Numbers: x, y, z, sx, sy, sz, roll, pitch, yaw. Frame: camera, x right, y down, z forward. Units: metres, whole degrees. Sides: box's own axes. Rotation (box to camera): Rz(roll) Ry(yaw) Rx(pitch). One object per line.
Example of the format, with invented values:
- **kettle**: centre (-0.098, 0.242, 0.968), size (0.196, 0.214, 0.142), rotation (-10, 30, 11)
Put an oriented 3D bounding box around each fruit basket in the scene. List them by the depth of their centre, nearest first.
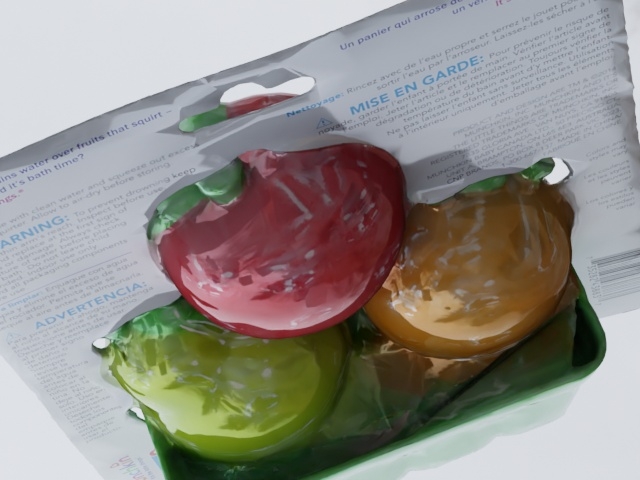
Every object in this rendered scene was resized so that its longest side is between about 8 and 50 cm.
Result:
- **fruit basket**: centre (0.000, 0.000, 0.967), size (0.353, 0.327, 0.165), rotation (66, -177, -54)
